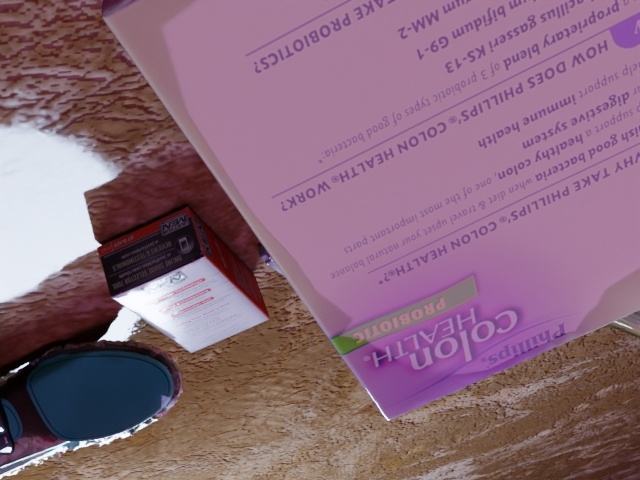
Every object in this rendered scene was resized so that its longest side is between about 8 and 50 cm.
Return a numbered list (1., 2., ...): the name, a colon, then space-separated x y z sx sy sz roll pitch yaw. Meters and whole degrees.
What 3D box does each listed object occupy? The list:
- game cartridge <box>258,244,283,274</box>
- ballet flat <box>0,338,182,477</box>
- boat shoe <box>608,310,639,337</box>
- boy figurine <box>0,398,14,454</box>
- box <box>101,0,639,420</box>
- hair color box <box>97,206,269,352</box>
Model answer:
1. game cartridge: 0.000 0.000 0.754 0.083 0.017 0.056 -27 150 12
2. ballet flat: -0.221 0.133 0.798 0.241 0.091 0.077 -19 -175 5
3. boat shoe: 0.397 0.066 1.094 0.302 0.109 0.098 9 101 -45
4. boy figurine: -0.360 0.132 0.661 0.285 0.092 0.177 -14 156 -21
5. box: 0.064 -0.073 0.436 0.214 0.117 0.243 -26 124 11
6. hair color box: -0.094 0.032 0.715 0.072 0.043 0.141 -23 155 5
